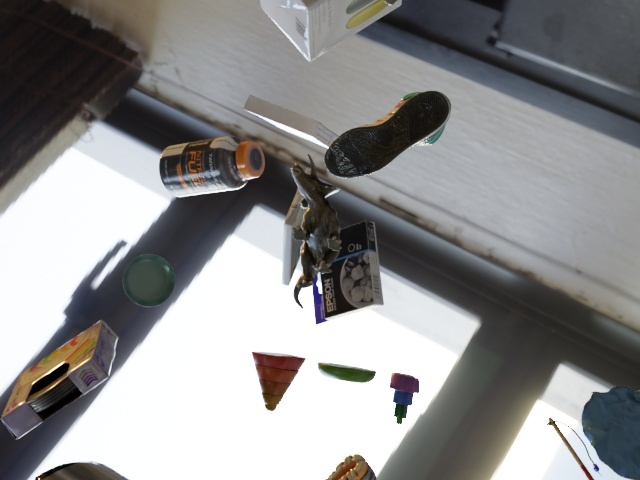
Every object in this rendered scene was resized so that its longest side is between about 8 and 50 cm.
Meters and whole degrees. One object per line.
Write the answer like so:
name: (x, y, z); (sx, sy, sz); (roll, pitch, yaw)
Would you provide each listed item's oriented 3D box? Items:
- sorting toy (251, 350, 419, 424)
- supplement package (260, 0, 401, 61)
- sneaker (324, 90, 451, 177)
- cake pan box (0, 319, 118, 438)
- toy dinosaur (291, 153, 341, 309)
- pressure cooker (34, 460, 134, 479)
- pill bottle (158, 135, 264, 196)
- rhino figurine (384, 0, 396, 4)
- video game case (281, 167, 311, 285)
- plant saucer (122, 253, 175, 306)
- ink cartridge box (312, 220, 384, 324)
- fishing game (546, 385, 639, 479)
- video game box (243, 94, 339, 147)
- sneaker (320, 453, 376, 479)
sorting toy: (0.023, 0.319, 1.861); (0.127, 0.365, 0.126); (37, -118, -80)
supplement package: (0.023, -0.574, 1.930); (0.262, 0.198, 0.199); (-34, -19, -13)
sneaker: (0.157, -0.234, 1.912); (0.295, 0.124, 0.178); (-26, 0, 21)
cake pan box: (-0.584, 0.309, 1.997); (0.245, 0.070, 0.267); (-35, 17, 2)
toy dinosaur: (0.000, 0.000, 1.789); (0.160, 0.121, 0.313); (-69, -22, -56)
pressure cooker: (-0.409, 0.673, 1.737); (0.375, 0.420, 0.370); (-35, -52, -40)
pill bottle: (-0.258, -0.181, 2.132); (0.130, 0.245, 0.130); (17, -110, -59)
rhino figurine: (0.177, -0.533, 1.710); (0.243, 0.106, 0.073); (-27, -48, -14)
video game case: (-0.057, -0.033, 2.212); (0.227, 0.026, 0.206); (96, -169, -47)
plant saucer: (-0.388, 0.090, 1.988); (0.119, 0.119, 0.021); (-54, 17, -18)
ink cartridge box: (0.046, 0.078, 2.080); (0.045, 0.208, 0.206); (17, -120, -47)
fishing game: (0.481, 0.298, 1.338); (0.264, 0.189, 0.041); (-9, -47, -21)
video game box: (-0.072, -0.301, 2.265); (0.048, 0.205, 0.187); (-68, -20, 4)
sneaker: (0.032, 0.554, 1.915); (0.215, 0.084, 0.083); (-38, -53, 12)
